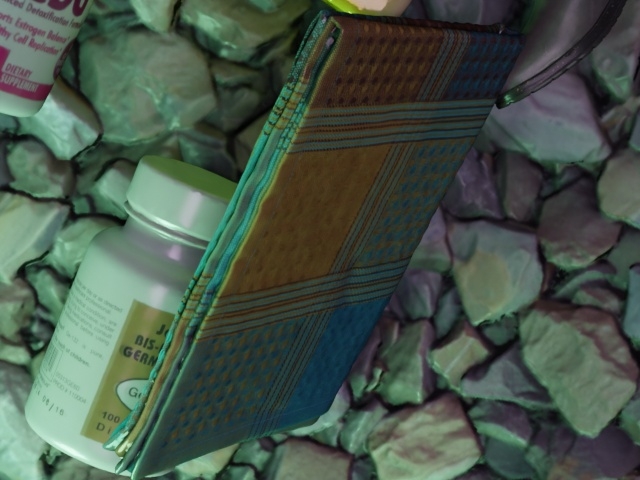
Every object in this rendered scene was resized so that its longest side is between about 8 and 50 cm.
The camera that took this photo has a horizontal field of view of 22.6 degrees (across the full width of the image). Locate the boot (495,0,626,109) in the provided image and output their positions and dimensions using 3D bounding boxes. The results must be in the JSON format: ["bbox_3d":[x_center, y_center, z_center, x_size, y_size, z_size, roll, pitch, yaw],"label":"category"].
[{"bbox_3d":[0.181,-0.236,1.267,0.161,0.083,0.246,44,89,-8],"label":"boot"}]

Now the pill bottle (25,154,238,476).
[{"bbox_3d":[-0.133,0.057,1.254,0.131,0.131,0.229,20,100,-13],"label":"pill bottle"}]

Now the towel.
[{"bbox_3d":[0.000,0.000,1.187,0.040,0.271,0.370,37,113,26],"label":"towel"}]

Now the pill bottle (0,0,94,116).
[{"bbox_3d":[-0.217,-0.246,1.152,0.160,0.160,0.283,25,99,-13],"label":"pill bottle"}]

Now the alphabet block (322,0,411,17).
[{"bbox_3d":[0.013,-0.287,1.164,0.193,0.192,0.197,34,95,-13],"label":"alphabet block"}]
